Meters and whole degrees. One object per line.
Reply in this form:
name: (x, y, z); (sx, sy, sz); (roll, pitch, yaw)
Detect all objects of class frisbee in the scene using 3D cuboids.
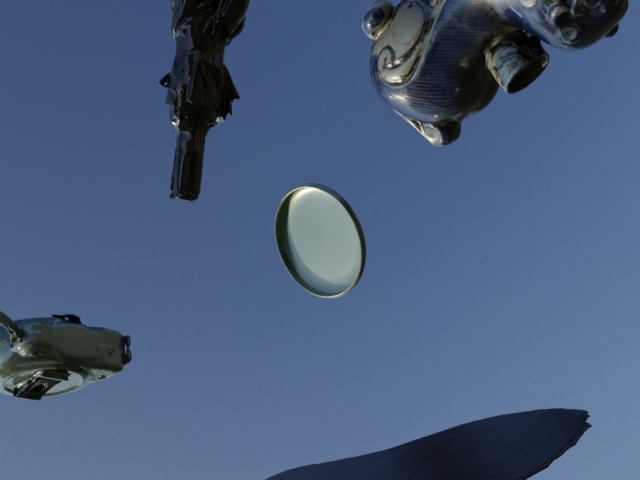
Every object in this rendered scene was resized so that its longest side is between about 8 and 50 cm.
frisbee: (0.000, 0.000, 0.946); (0.014, 0.110, 0.110); (-21, -48, -45)

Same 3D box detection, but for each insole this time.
insole: (0.020, 0.139, 0.580); (0.111, 0.007, 0.327); (-29, 0, -37)

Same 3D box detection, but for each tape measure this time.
tape measure: (-0.404, 0.129, 1.242); (0.330, 0.084, 0.164); (19, -44, -42)

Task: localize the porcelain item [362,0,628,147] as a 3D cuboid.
porcelain item: (0.169, -0.211, 0.994); (0.138, 0.186, 0.288); (-11, -29, -47)

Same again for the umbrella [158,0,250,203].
umbrella: (-0.156, -0.216, 1.321); (0.118, 0.118, 0.340); (19, -106, -51)
